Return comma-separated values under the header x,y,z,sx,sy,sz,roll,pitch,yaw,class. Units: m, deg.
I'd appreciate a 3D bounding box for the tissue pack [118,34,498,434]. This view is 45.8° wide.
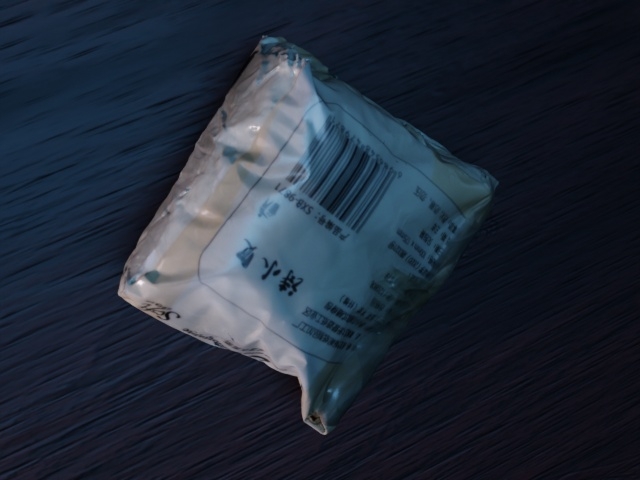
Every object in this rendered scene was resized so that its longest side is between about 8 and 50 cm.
x,y,z,sx,sy,sz,roll,pitch,yaw,class
0.000,0.000,0.884,0.375,0.195,0.390,36,89,-28,tissue pack
